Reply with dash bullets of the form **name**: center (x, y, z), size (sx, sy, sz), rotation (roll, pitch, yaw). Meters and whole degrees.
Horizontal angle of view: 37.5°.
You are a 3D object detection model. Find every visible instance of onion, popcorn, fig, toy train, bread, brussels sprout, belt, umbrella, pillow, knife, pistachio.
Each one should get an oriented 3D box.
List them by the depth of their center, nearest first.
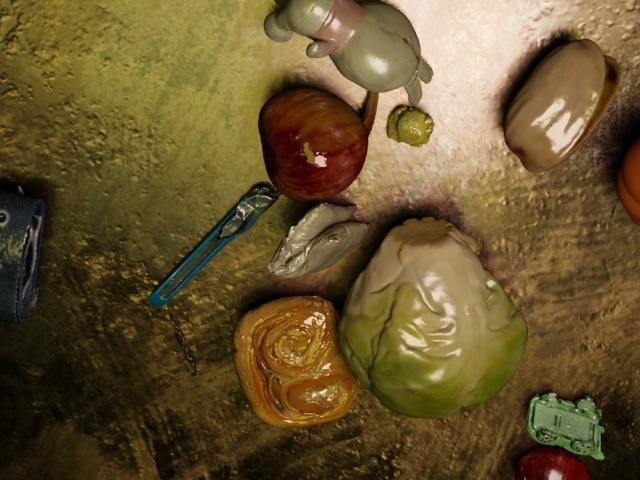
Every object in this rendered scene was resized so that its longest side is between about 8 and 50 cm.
- **pistachio**: center (0.358, -0.198, 1.404), size (0.129, 0.131, 0.206), rotation (13, 119, -50)
- **fig**: center (0.014, -0.152, 1.418), size (0.207, 0.175, 0.175), rotation (-17, 113, -23)
- **popcorn**: center (0.138, -0.176, 1.452), size (0.083, 0.068, 0.059), rotation (6, 88, 37)
- **pillow**: center (0.000, 0.000, 1.465), size (0.134, 0.181, 0.078), rotation (-42, 79, 18)
- **brussels sprout**: center (0.166, 0.135, 1.471), size (0.274, 0.242, 0.316), rotation (-33, 109, 4)
- **belt**: center (-0.516, 0.023, 1.494), size (0.128, 0.122, 0.218), rotation (15, 112, -2)
- **knife**: center (-0.176, 0.011, 1.540), size (0.044, 0.026, 0.296), rotation (38, 106, -26)
- **bread**: center (-0.044, 0.199, 1.562), size (0.198, 0.120, 0.236), rotation (-13, 110, 4)
- **umbrella**: center (-0.234, 0.180, 1.613), size (0.022, 0.013, 0.122), rotation (-6, 114, 25)
- **toy train**: center (0.428, 0.324, 1.630), size (0.149, 0.099, 0.081), rotation (11, 145, 2)
- **onion**: center (0.403, 0.419, 1.648), size (0.131, 0.131, 0.131), rotation (0, 111, 0)

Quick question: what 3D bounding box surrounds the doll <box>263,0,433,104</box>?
- **doll**: center (0.050, -0.296, 1.361), size (0.275, 0.113, 0.155), rotation (27, 64, -9)

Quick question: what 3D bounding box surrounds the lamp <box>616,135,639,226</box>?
- **lamp**: center (0.558, -0.092, 1.407), size (0.223, 0.196, 0.223), rotation (0, 150, 0)
